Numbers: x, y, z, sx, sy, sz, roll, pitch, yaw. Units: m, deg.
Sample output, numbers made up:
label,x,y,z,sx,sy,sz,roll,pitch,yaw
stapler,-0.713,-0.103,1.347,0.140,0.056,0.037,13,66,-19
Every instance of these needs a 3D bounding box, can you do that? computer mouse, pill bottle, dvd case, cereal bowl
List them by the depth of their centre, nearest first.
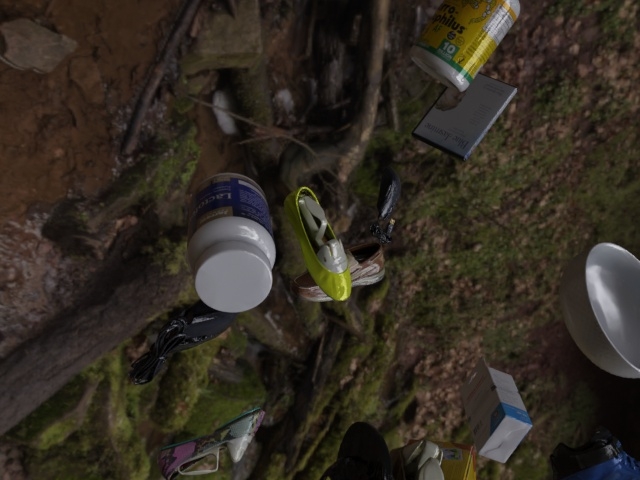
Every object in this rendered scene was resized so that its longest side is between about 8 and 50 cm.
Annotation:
label,x,y,z,sx,sy,sz,roll,pitch,yaw
pill bottle,0.251,-0.364,0.957,0.208,0.117,0.118,-54,157,12
pill bottle,-0.159,-0.001,1.031,0.264,0.153,0.153,-108,-171,-57
computer mouse,-0.224,0.163,1.084,0.188,0.072,0.272,-49,176,34
cereal bowl,0.721,0.184,1.458,0.339,0.141,0.338,16,58,-27
dvd case,0.393,-0.353,1.600,0.253,0.180,0.022,-53,150,-6
computer mouse,0.242,-0.112,1.978,0.184,0.060,0.262,44,57,-60

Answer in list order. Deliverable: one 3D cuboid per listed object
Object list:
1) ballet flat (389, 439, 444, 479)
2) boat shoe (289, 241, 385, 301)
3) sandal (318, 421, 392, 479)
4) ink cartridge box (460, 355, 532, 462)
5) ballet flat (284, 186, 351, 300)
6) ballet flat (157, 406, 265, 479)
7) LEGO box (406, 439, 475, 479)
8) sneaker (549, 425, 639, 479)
label,x,y,z,sx,sy,sz,roll,pitch,yaw
ballet flat,0.207,0.489,1.190,0.342,0.116,0.124,-52,164,-80
boat shoe,0.051,0.076,1.625,0.324,0.123,0.116,-18,126,-38
sandal,0.038,0.577,1.151,0.107,0.168,0.445,32,58,-29
ink cartridge box,0.336,0.323,1.129,0.180,0.060,0.104,-86,-162,-64
ballet flat,0.000,0.000,1.073,0.077,0.231,0.077,-15,160,-34
ballet flat,-0.202,0.402,1.120,0.222,0.079,0.077,-20,150,-14
LEGO box,0.267,0.751,1.421,0.500,0.193,0.372,7,82,-71
sneaker,0.305,0.224,0.568,0.058,0.152,0.084,20,57,-61
